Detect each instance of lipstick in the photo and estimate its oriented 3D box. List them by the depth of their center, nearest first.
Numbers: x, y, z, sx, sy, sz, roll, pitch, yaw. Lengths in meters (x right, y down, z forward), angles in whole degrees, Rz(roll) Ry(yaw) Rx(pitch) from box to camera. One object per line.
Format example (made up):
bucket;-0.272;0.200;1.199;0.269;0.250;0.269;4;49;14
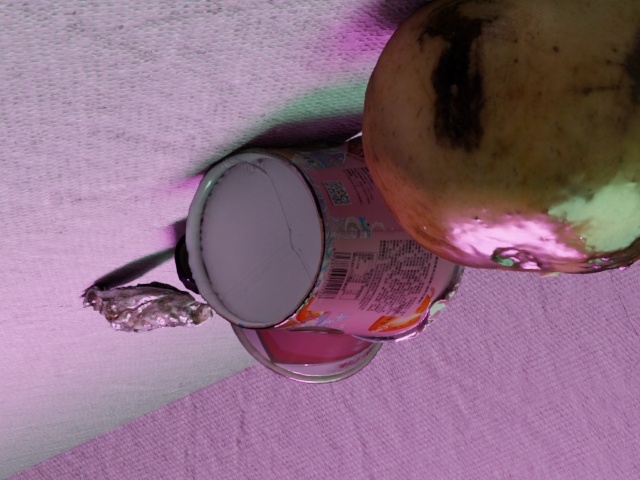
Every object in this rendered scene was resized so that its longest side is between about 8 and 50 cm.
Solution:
lipstick;-0.143;0.031;2.110;0.081;0.081;0.299;-23;176;-4

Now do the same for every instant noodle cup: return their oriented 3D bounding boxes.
instant noodle cup;0.000;0.000;1.812;0.243;0.243;0.231;-29;163;36
instant noodle cup;0.006;0.050;2.207;0.235;0.234;0.178;-19;161;-26

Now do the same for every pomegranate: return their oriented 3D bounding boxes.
pomegranate;0.197;-0.106;1.482;0.322;0.322;0.322;-23;172;-4

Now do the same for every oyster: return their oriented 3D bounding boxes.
oyster;-0.229;0.083;2.153;0.125;0.064;0.177;-10;-171;-38

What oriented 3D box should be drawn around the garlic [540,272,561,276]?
garlic;0.417;-0.102;2.352;0.286;0.249;0.313;-3;145;-20
